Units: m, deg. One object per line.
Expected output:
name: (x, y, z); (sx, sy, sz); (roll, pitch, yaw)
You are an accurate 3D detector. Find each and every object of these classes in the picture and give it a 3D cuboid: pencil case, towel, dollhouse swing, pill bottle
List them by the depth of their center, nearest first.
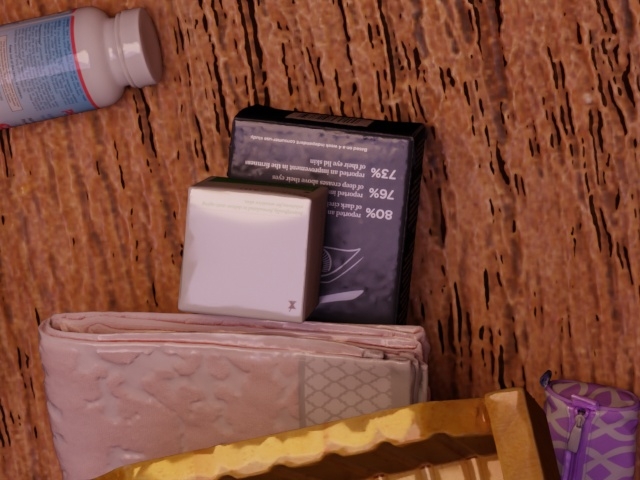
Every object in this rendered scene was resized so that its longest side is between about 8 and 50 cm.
dollhouse swing: (0.022, 0.301, 1.435); (0.347, 0.315, 0.305); (-12, 78, 8)
towel: (-0.065, 0.208, 1.618); (0.317, 0.053, 0.332); (2, 123, 8)
pencil case: (0.215, 0.216, 1.621); (0.086, 0.088, 0.206); (7, 101, 10)
pill bottle: (-0.219, -0.148, 1.632); (0.160, 0.087, 0.087); (-11, 97, 10)

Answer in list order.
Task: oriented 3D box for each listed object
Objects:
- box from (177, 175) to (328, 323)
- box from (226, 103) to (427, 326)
box: (-0.052, 0.006, 1.518); (0.101, 0.087, 0.102); (6, 100, 8)
box: (0.000, 0.000, 1.610); (0.153, 0.108, 0.207); (8, 100, 7)
